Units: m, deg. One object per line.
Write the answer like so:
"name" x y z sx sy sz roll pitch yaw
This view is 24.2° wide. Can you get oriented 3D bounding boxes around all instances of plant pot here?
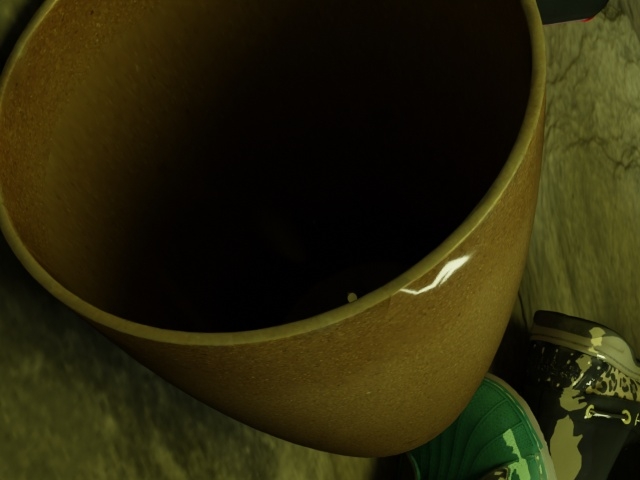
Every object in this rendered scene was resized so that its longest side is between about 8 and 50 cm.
"plant pot" 0.000 0.000 0.713 0.254 0.237 0.237 67 39 -56

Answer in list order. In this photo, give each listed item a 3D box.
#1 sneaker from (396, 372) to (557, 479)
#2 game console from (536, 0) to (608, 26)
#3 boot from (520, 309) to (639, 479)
"sneaker" 0.076 0.233 0.910 0.121 0.108 0.302 -1 95 -60
"game console" 0.088 -0.301 0.939 0.386 0.060 0.342 -18 107 -55
"boot" 0.191 0.167 1.109 0.236 0.085 0.179 39 67 -55
